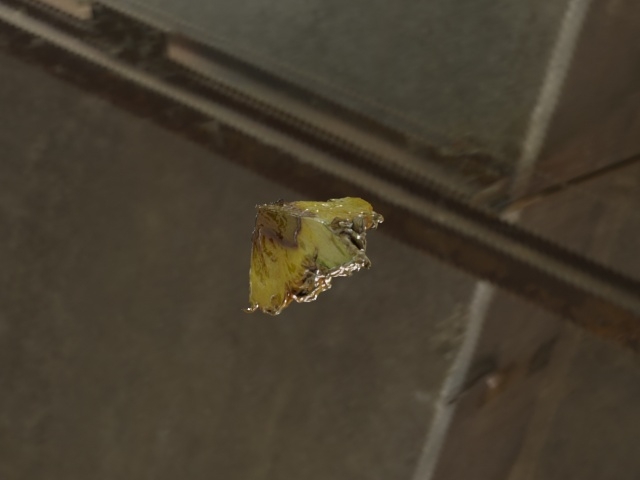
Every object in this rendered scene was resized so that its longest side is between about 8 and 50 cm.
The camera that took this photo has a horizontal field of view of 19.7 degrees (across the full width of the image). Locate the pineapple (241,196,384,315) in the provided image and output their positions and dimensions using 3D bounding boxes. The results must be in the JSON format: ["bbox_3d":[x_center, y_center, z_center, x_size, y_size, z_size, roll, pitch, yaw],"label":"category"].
[{"bbox_3d":[0.000,0.000,1.226,0.077,0.114,0.114,57,-24,-16],"label":"pineapple"}]
